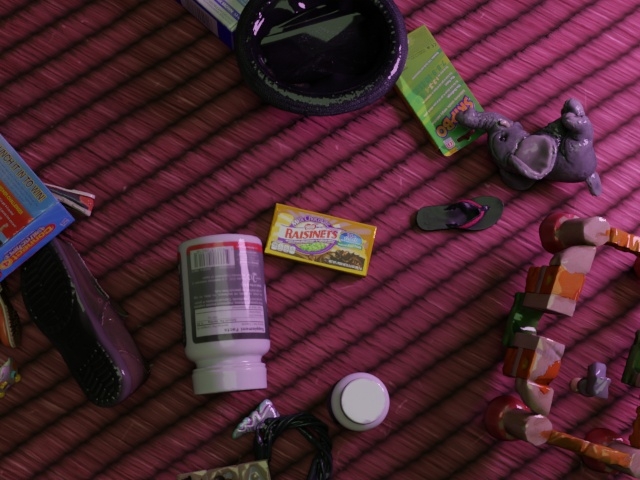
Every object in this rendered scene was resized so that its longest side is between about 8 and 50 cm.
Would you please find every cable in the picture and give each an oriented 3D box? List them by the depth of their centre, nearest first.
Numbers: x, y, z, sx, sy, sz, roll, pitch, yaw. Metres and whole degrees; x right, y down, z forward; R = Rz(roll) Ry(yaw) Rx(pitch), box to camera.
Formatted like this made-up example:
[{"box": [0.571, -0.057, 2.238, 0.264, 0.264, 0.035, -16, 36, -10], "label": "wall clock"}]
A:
[{"box": [-0.048, 0.412, 1.852, 0.151, 0.047, 0.184, -9, 95, -17], "label": "cable"}]

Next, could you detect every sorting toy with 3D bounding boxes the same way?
[{"box": [-0.597, 0.259, 1.836, 0.045, 0.075, 0.083, 43, 80, 5], "label": "sorting toy"}]

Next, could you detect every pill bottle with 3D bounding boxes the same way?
[{"box": [0.070, 0.296, 1.815, 0.108, 0.180, 0.108, 1, 79, -3], "label": "pill bottle"}, {"box": [-0.177, 0.140, 1.841, 0.161, 0.161, 0.283, -5, 80, -4], "label": "pill bottle"}]

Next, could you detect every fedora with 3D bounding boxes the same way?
[{"box": [0.000, -0.370, 1.951, 0.334, 0.152, 0.334, 0, 79, -3], "label": "fedora"}]

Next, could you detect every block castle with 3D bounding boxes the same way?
[{"box": [0.503, 0.192, 1.853, 0.303, 0.213, 0.453, 19, 85, -12], "label": "block castle"}]

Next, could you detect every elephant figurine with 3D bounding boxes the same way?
[{"box": [0.408, -0.175, 1.951, 0.239, 0.169, 0.186, -16, 45, -1], "label": "elephant figurine"}]

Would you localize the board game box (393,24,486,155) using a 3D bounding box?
[{"box": [0.230, -0.301, 2.013, 0.124, 0.039, 0.259, -32, 80, -8], "label": "board game box"}]

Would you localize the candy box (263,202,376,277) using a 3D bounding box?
[{"box": [0.000, 0.000, 1.946, 0.206, 0.027, 0.105, 13, 76, -1], "label": "candy box"}]

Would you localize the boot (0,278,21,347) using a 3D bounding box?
[{"box": [-0.620, 0.140, 1.870, 0.085, 0.059, 0.158, -24, 73, -4], "label": "boot"}]

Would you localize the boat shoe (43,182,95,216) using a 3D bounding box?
[{"box": [-0.508, -0.081, 1.922, 0.137, 0.049, 0.043, 13, 81, -6], "label": "boat shoe"}]

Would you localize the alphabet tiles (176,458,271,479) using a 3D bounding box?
[{"box": [-0.149, 0.580, 1.801, 0.285, 0.011, 0.342, -11, 88, 3], "label": "alphabet tiles"}]

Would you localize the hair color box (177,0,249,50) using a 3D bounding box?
[{"box": [-0.128, -0.574, 2.008, 0.185, 0.110, 0.339, 42, 78, 6], "label": "hair color box"}]

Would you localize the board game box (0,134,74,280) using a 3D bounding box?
[{"box": [-0.671, -0.054, 1.841, 0.302, 0.086, 0.308, -41, 66, -10], "label": "board game box"}]

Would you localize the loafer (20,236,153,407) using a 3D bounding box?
[{"box": [-0.440, 0.149, 1.859, 0.134, 0.130, 0.366, -38, 72, 24], "label": "loafer"}]

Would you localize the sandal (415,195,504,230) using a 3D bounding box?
[{"box": [0.280, -0.051, 1.964, 0.179, 0.040, 0.067, -8, 80, -5], "label": "sandal"}]

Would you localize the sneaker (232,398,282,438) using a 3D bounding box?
[{"box": [-0.113, 0.354, 1.865, 0.098, 0.038, 0.069, -43, 84, -9], "label": "sneaker"}]
